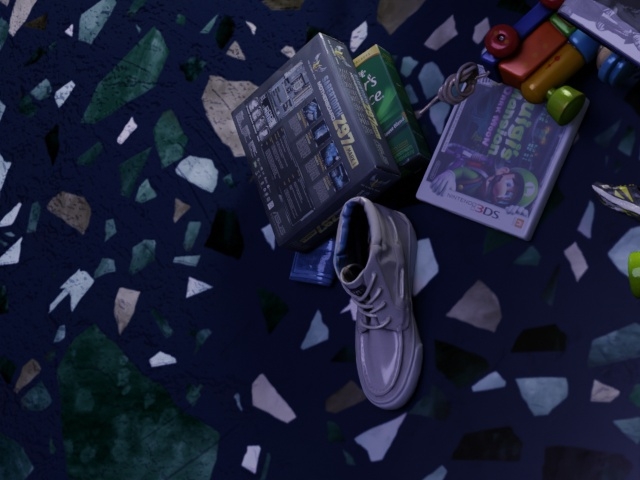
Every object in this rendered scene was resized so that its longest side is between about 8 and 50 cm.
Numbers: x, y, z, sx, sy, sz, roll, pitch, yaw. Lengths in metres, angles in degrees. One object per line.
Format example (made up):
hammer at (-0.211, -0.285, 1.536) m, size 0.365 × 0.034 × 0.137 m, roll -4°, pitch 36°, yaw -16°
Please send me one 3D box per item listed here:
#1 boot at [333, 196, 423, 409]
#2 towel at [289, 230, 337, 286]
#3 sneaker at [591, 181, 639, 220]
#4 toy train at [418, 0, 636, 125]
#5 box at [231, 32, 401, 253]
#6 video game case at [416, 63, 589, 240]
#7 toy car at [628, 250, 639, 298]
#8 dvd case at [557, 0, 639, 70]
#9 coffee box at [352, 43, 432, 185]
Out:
boot at (0.060, 0.076, 1.830) m, size 0.095 × 0.123 × 0.258 m, roll -12°, pitch 69°, yaw 31°
towel at (0.000, 0.000, 1.953) m, size 0.067 × 0.029 × 0.119 m, roll 8°, pitch 80°, yaw 35°
sneaker at (0.359, -0.052, 1.731) m, size 0.083 × 0.031 × 0.035 m, roll 32°, pitch 81°, yaw 32°
toy train at (0.256, -0.189, 1.774) m, size 0.248 × 0.105 × 0.143 m, roll -42°, pitch 66°, yaw -1°
box at (-0.010, -0.128, 1.935) m, size 0.183 × 0.059 × 0.233 m, roll -40°, pitch 56°, yaw 29°
video game case at (0.225, -0.113, 1.840) m, size 0.173 × 0.022 × 0.190 m, roll 23°, pitch 89°, yaw 36°
toy car at (0.426, 0.099, 1.577) m, size 0.155 × 0.149 × 0.188 m, roll -8°, pitch 82°, yaw 21°
dvd case at (0.422, -0.269, 1.692) m, size 0.238 × 0.029 × 0.179 m, roll 37°, pitch 92°, yaw 14°
coffee box at (0.068, -0.156, 1.948) m, size 0.113 × 0.040 × 0.184 m, roll -31°, pitch 60°, yaw 24°
